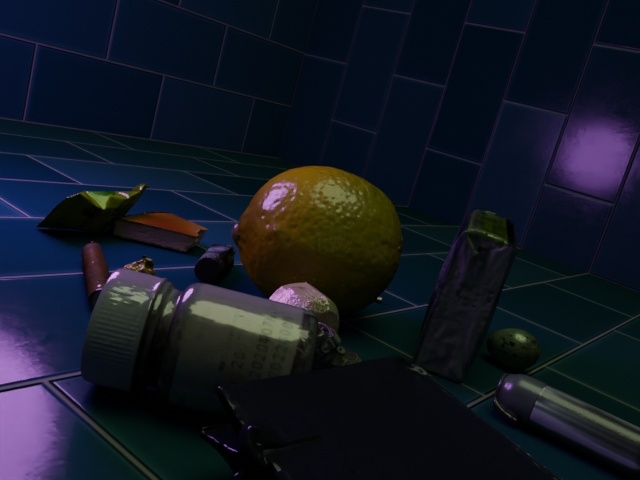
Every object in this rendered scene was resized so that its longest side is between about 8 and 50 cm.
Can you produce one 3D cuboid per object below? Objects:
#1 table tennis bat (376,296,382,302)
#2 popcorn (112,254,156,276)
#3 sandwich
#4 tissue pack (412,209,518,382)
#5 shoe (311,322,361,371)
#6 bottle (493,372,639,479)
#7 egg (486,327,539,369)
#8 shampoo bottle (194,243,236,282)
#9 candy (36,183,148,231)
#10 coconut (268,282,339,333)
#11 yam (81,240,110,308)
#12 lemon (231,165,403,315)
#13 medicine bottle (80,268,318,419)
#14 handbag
[{"bbox_3d":[0.075,0.123,1.555,0.156,0.013,0.087,16,11,6],"label":"table tennis bat"},{"bbox_3d":[-0.332,0.077,1.163,0.084,0.084,0.084,15,12,-3],"label":"popcorn"},{"bbox_3d":[-0.367,-0.017,1.519,0.162,0.058,0.193,22,14,24],"label":"sandwich"},{"bbox_3d":[0.308,0.094,1.336,0.124,0.288,0.394,21,13,12],"label":"tissue pack"},{"bbox_3d":[-0.010,0.173,1.030,0.180,0.092,0.089,10,13,-26],"label":"shoe"},{"bbox_3d":[0.407,0.301,1.038,0.253,0.079,0.096,24,53,29],"label":"bottle"},{"bbox_3d":[0.404,0.227,1.341,0.110,0.085,0.085,5,4,35],"label":"egg"},{"bbox_3d":[-0.231,0.044,1.424,0.063,0.057,0.208,9,10,3],"label":"shampoo bottle"},{"bbox_3d":[-0.507,-0.066,1.441,0.246,0.149,0.069,-7,62,-58],"label":"candy"},{"bbox_3d":[-0.036,0.134,1.133,0.116,0.116,0.122,5,17,-41],"label":"coconut"},{"bbox_3d":[-0.407,0.057,1.157,0.046,0.046,0.264,10,13,-26],"label":"yam"},{"bbox_3d":[0.002,0.001,1.318,0.336,0.336,0.336,15,12,-3],"label":"lemon"},{"bbox_3d":[-0.151,0.141,0.832,0.273,0.165,0.165,13,12,-5],"label":"medicine bottle"},{"bbox_3d":[0.067,0.258,0.666,0.329,0.122,0.303,2,24,-42],"label":"handbag"}]
